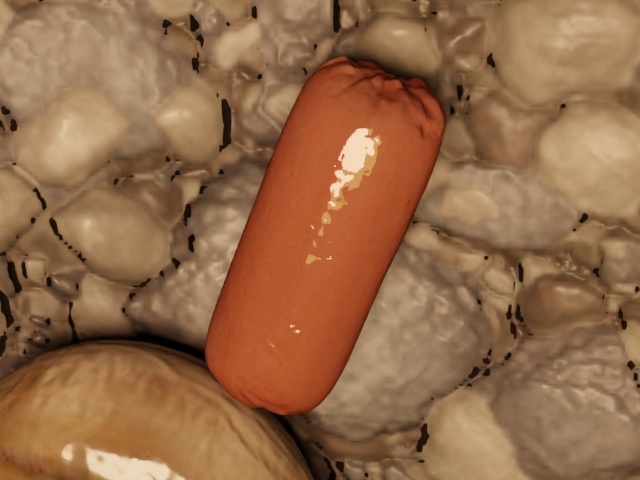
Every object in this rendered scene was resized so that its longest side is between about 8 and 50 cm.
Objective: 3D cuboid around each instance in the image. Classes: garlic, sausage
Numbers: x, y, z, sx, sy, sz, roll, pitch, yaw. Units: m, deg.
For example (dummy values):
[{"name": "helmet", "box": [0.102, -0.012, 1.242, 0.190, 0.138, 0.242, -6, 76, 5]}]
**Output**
[{"name": "garlic", "box": [-0.070, 0.102, 0.477, 0.196, 0.087, 0.101, 24, 126, -9]}, {"name": "sausage", "box": [0.000, 0.000, 0.436, 0.062, 0.062, 0.154, 21, 113, -4]}]
